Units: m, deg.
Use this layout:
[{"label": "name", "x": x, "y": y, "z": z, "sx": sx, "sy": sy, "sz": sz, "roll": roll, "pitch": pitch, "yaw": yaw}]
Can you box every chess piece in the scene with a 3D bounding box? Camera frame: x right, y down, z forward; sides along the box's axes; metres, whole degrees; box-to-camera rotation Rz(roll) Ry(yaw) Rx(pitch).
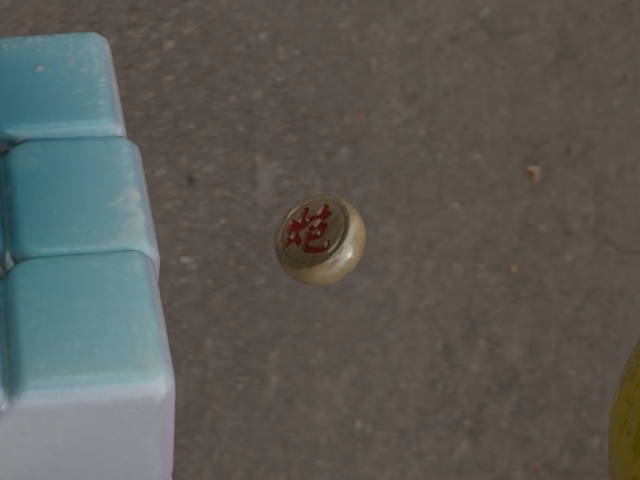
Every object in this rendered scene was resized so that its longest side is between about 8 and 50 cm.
[{"label": "chess piece", "x": 0.000, "y": 0.000, "z": 1.522, "sx": 0.038, "sy": 0.084, "sz": 0.083, "roll": 45, "pitch": 65, "yaw": -47}]

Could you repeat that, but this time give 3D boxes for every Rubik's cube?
[{"label": "Rubik's cube", "x": -0.260, "y": 0.096, "z": 1.010, "sx": 0.322, "sy": 0.316, "sz": 0.318, "roll": -3, "pitch": 131, "yaw": -10}]

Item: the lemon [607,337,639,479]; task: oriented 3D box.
[{"label": "lemon", "x": 0.313, "y": 0.108, "z": 1.082, "sx": 0.263, "sy": 0.236, "sz": 0.236, "roll": -38, "pitch": 111, "yaw": -32}]
